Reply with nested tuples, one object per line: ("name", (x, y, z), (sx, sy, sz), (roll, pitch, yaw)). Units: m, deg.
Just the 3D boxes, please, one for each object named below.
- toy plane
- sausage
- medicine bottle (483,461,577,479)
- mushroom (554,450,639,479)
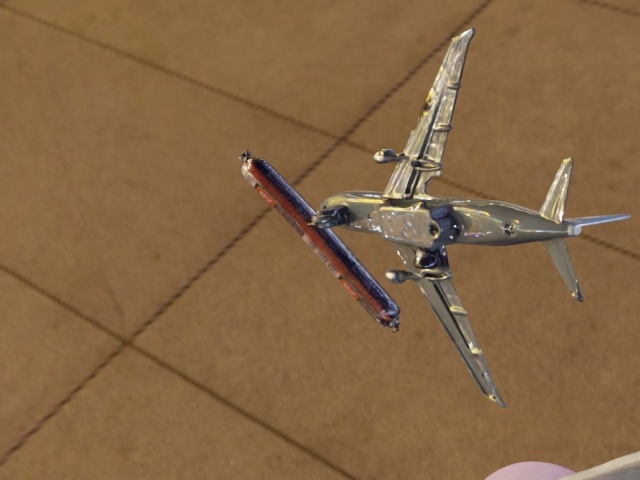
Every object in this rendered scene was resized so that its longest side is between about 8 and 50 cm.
("toy plane", (0.072, -0.013, 0.788), (0.226, 0.226, 0.058), (3, 14, 41))
("sausage", (0.000, 0.000, 1.082), (0.025, 0.028, 0.198), (-39, 84, -30))
("medicine bottle", (0.198, 0.383, 1.403), (0.202, 0.202, 0.316), (6, 13, 24))
("mushroom", (0.135, 0.272, 0.419), (0.177, 0.126, 0.397), (-20, 78, -7))
